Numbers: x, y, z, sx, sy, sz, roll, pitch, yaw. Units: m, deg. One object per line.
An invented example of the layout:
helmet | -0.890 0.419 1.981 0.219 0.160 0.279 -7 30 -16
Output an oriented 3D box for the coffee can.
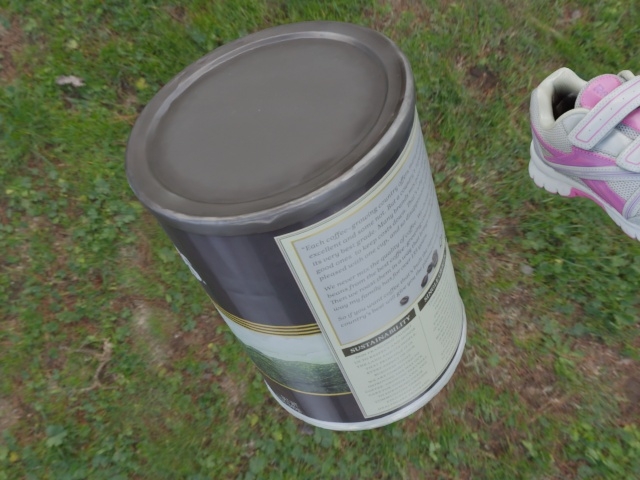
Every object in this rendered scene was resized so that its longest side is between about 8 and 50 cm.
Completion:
coffee can | 0.000 0.000 0.565 0.202 0.275 0.201 -11 47 12

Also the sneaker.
sneaker | 0.261 -0.081 0.601 0.103 0.252 0.111 -39 123 -11
